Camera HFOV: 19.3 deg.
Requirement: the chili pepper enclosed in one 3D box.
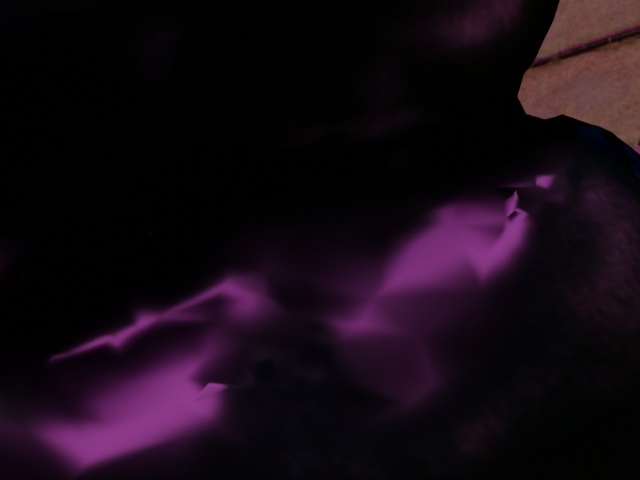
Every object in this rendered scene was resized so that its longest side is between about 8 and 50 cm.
[{"bbox_3d":[-0.047,0.033,0.425,0.256,0.249,0.233,-21,-20,-25],"label":"chili pepper"}]
